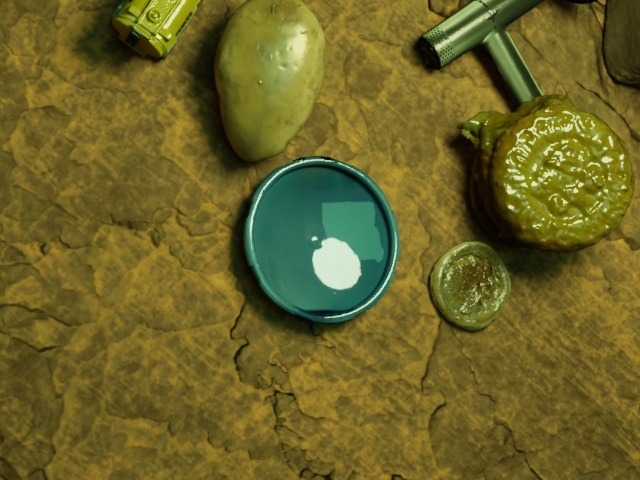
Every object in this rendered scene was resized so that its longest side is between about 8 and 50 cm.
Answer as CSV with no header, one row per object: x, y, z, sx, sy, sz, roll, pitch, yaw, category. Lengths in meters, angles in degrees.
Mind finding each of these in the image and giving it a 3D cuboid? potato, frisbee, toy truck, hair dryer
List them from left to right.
-0.197,-0.347,1.558,0.098,0.114,0.227,36,70,-14,toy truck
-0.068,-0.232,1.598,0.161,0.128,0.235,-9,90,-8,potato
0.000,0.000,1.626,0.242,0.045,0.242,4,80,-21,frisbee
0.337,-0.311,1.809,0.320,0.155,0.284,-43,120,-9,hair dryer

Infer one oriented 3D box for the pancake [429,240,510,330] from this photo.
0.230,0.069,1.724,0.139,0.022,0.139,3,82,-22,pancake

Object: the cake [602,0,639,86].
0.626,-0.395,1.853,0.237,0.230,0.309,12,76,-23,cake

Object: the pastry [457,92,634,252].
0.351,-0.098,1.713,0.240,0.132,0.235,-16,101,-15,pastry
